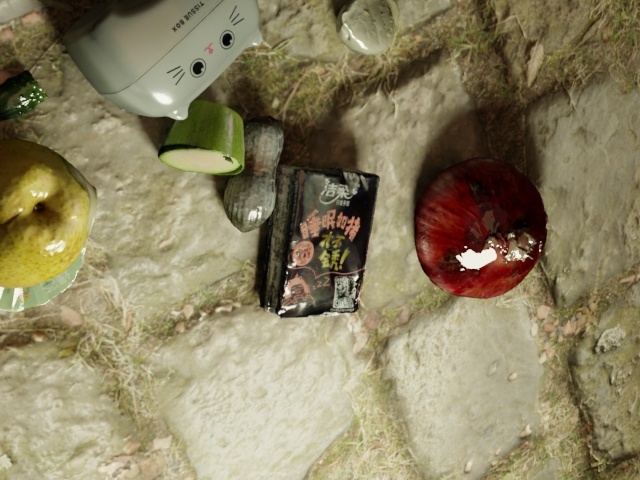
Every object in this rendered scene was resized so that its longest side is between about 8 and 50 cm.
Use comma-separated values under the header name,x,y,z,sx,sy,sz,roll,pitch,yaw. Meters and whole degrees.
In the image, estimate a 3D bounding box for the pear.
name,x,y,z,sx,sy,sz,roll,pitch,yaw
pear,-0.516,-0.046,1.474,0.271,0.271,0.271,-6,101,-31

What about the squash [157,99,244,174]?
name,x,y,z,sx,sy,sz,roll,pitch,yaw
squash,-0.222,-0.197,1.688,0.170,0.170,0.123,21,75,-33

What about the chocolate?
name,x,y,z,sx,sy,sz,roll,pitch,yaw
chocolate,-0.137,-0.138,1.777,0.110,0.110,0.248,7,91,-32

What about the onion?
name,x,y,z,sx,sy,sz,roll,pitch,yaw
onion,0.393,-0.016,2.026,0.347,0.285,0.348,-6,106,-20

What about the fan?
name,x,y,z,sx,sy,sz,roll,pitch,yaw
fan,-0.530,0.054,1.624,0.240,0.009,0.131,-40,119,-21

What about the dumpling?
name,x,y,z,sx,sy,sz,roll,pitch,yaw
dumpling,0.102,-0.477,1.873,0.176,0.092,0.150,21,90,-34

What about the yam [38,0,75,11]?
name,x,y,z,sx,sy,sz,roll,pitch,yaw
yam,-0.458,-0.487,1.535,0.079,0.079,0.141,15,91,-33

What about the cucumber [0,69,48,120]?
name,x,y,z,sx,sy,sz,roll,pitch,yaw
cucumber,-0.548,-0.252,1.544,0.107,0.035,0.067,-40,118,-18

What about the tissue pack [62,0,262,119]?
name,x,y,z,sx,sy,sz,roll,pitch,yaw
tissue pack,-0.274,-0.380,1.575,0.333,0.229,0.236,-48,118,-16

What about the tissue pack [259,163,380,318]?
name,x,y,z,sx,sy,sz,roll,pitch,yaw
tissue pack,0.000,0.000,1.881,0.245,0.123,0.333,1,101,-37
